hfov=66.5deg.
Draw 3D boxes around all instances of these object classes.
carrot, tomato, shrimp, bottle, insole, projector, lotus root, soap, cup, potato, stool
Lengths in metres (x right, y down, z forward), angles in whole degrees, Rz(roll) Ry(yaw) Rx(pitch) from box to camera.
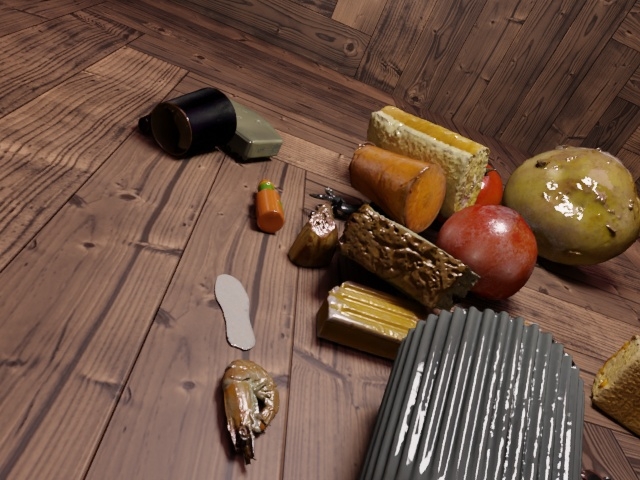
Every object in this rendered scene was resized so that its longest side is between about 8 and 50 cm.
[{"bbox_3d":[0.192,-0.152,1.335,0.196,0.195,0.254,-8,29,-44],"label":"carrot"},{"bbox_3d":[0.446,0.022,1.308,0.265,0.264,0.265,19,31,-12],"label":"tomato"},{"bbox_3d":[-0.106,0.257,0.746,0.099,0.041,0.180,28,25,-25],"label":"shrimp"},{"bbox_3d":[-0.133,-0.097,1.233,0.069,0.069,0.187,13,33,-21],"label":"bottle"},{"bbox_3d":[-0.161,0.131,0.922,0.065,0.004,0.197,8,35,-28],"label":"insole"},{"bbox_3d":[-0.250,-0.346,1.511,0.269,0.088,0.194,41,32,22],"label":"projector"},{"bbox_3d":[-0.001,-0.004,1.152,0.095,0.135,0.159,31,44,6],"label":"lotus root"},{"bbox_3d":[0.112,0.165,1.005,0.232,0.073,0.140,19,29,-11],"label":"soap"},{"bbox_3d":[-0.377,-0.313,1.355,0.177,0.239,0.166,-41,112,-52],"label":"cup"},{"bbox_3d":[0.829,-0.105,1.671,0.320,0.385,0.442,-21,41,-33],"label":"potato"},{"bbox_3d":[0.204,0.303,0.667,0.297,0.297,0.330,30,35,8],"label":"stool"},{"bbox_3d":[0.460,-0.158,1.598,0.224,0.256,0.256,40,10,-51],"label":"tomato"}]

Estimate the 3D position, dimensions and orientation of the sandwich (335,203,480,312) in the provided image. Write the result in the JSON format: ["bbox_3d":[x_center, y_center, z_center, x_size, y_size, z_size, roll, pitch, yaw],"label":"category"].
[{"bbox_3d":[0.196,0.045,1.117,0.325,0.131,0.262,31,6,1],"label":"sandwich"}]

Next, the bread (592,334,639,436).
[{"bbox_3d":[0.778,0.363,1.093,0.275,0.184,0.114,33,25,13],"label":"bread"}]

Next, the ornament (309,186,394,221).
[{"bbox_3d":[0.082,-0.064,1.337,0.236,0.080,0.202,13,30,-26],"label":"ornament"}]

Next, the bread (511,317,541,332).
[{"bbox_3d":[0.393,0.272,0.989,0.107,0.136,0.241,28,31,-1],"label":"bread"}]

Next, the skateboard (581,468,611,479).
[{"bbox_3d":[0.484,0.466,0.842,0.080,0.067,0.151,8,28,-10],"label":"skateboard"}]

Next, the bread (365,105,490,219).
[{"bbox_3d":[0.296,-0.232,1.464,0.165,0.236,0.375,-25,47,-32],"label":"bread"}]
